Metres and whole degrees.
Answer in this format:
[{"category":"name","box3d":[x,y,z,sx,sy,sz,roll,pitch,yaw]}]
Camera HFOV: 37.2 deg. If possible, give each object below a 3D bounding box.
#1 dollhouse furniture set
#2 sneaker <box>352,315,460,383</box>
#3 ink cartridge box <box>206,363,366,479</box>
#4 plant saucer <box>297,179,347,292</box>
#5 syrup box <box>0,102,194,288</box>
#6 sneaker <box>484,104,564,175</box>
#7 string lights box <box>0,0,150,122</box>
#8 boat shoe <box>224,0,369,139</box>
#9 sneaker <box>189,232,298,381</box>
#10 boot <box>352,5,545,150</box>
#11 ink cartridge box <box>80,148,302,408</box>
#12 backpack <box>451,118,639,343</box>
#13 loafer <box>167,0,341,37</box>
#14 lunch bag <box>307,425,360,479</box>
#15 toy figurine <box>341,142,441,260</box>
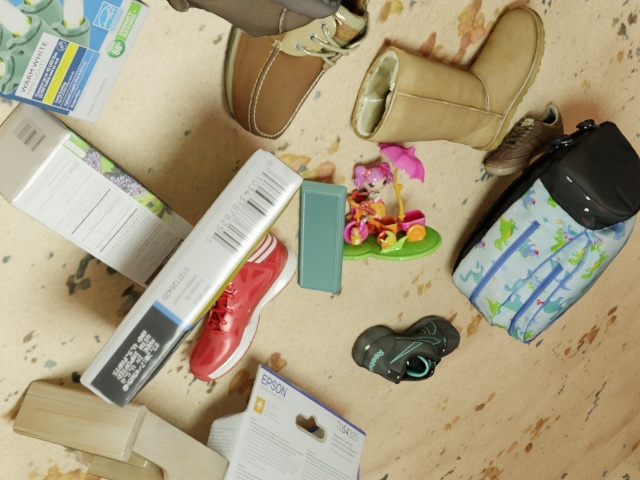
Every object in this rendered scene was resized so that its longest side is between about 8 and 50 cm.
[{"category":"dollhouse furniture set","box3d":[-0.291,0.411,1.166,0.256,0.362,0.394,52,51,-54]},{"category":"sneaker","box3d":[0.172,0.206,1.682,0.267,0.106,0.101,-5,122,-46]},{"category":"ink cartridge box","box3d":[-0.066,0.397,1.436,0.324,0.071,0.330,42,53,-45]},{"category":"plant saucer","box3d":[0.000,0.000,1.362,0.018,0.067,0.192,-72,168,-52]},{"category":"syrup box","box3d":[-0.248,-0.044,1.035,0.096,0.093,0.237,-51,143,-2]},{"category":"sneaker","box3d":[0.338,-0.171,1.596,0.188,0.066,0.071,-30,122,-35]},{"category":"string lights box","box3d":[-0.298,-0.207,0.859,0.259,0.077,0.133,12,112,-50]},{"category":"boat shoe","box3d":[-0.006,-0.263,1.088,0.122,0.120,0.324,2,118,-48]},{"category":"sneaker","box3d":[-0.134,0.074,1.282,0.128,0.087,0.221,42,74,-45]},{"category":"boot","box3d":[0.189,-0.238,1.348,0.269,0.089,0.236,3,109,-43]},{"category":"ink cartridge box","box3d":[-0.132,0.034,1.102,0.304,0.072,0.307,-53,180,2]},{"category":"backpack","box3d":[0.378,0.003,1.602,0.355,0.273,0.290,-37,177,37]},{"category":"loafer","box3d":[-0.142,-0.278,0.916,0.366,0.134,0.130,20,141,-40]},{"category":"lunch bag","box3d":[-0.060,0.458,1.638,0.303,0.115,0.243,-28,132,-30]},{"category":"toy figurine","box3d":[0.092,-0.065,1.396,0.173,0.130,0.159,-10,116,-12]}]
